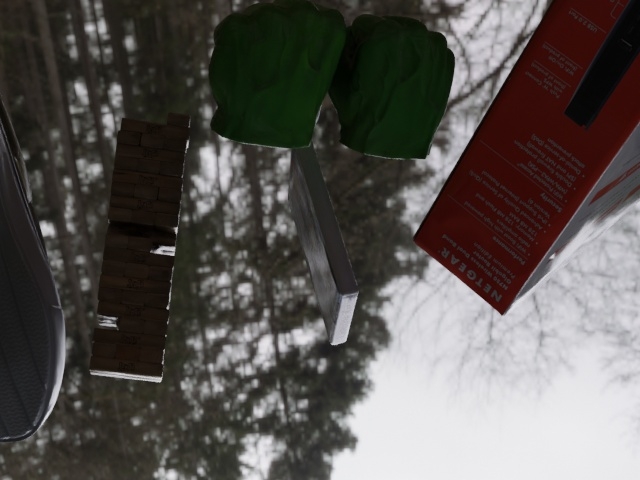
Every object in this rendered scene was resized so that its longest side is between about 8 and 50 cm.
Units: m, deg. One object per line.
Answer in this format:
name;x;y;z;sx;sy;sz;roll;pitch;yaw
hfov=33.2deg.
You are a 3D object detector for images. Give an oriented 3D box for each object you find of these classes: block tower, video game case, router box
block tower;-0.228;0.007;1.361;0.097;0.091;0.335;8;-105;-8
video game case;0.000;0.000;1.231;0.023;0.183;0.201;-13;-111;-8
router box;0.238;-0.134;0.720;0.082;0.301;0.335;41;-140;17

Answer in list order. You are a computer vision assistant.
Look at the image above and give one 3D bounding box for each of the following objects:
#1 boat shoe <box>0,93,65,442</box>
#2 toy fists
boat shoe;-0.249;0.003;0.816;0.109;0.302;0.094;-3;-163;5
toy fists;0.015;-0.170;1.087;0.279;0.142;0.096;4;-156;-29
